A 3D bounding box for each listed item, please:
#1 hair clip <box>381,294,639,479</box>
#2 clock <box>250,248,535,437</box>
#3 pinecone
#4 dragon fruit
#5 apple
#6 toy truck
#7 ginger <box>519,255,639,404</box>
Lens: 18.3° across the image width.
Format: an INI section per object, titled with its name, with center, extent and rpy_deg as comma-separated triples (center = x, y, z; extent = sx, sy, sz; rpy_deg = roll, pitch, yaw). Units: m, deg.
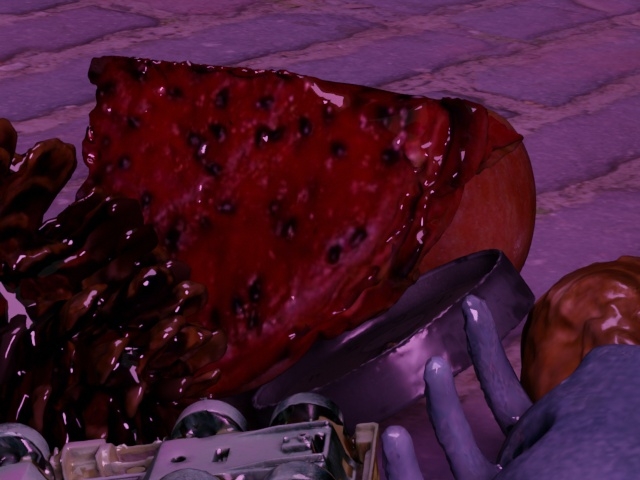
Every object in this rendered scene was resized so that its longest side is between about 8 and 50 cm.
[hair clip]
center = 0.147, 0.176, 0.941
extent = 0.238, 0.392, 0.318
rpy_deg = 1, 33, 27
[clock]
center = 0.048, 0.076, 1.391
extent = 0.215, 0.042, 0.215
rpy_deg = -31, 7, 4
[pinecone]
center = -0.193, 0.054, 1.322
extent = 0.292, 0.246, 0.246
rpy_deg = 27, 27, 20
[dragon fruit]
center = 0.005, 0.002, 1.483
extent = 0.329, 0.286, 0.228
rpy_deg = 0, -7, 27
[apple]
center = 0.087, -0.024, 1.657
extent = 0.188, 0.174, 0.188
rpy_deg = 0, 16, 0
[toy truck]
center = -0.094, 0.176, 1.145
extent = 0.259, 0.135, 0.128
rpy_deg = -3, 19, 5
[ginger]
center = 0.202, 0.105, 1.327
extent = 0.165, 0.172, 0.321
rpy_deg = -33, 14, 19
